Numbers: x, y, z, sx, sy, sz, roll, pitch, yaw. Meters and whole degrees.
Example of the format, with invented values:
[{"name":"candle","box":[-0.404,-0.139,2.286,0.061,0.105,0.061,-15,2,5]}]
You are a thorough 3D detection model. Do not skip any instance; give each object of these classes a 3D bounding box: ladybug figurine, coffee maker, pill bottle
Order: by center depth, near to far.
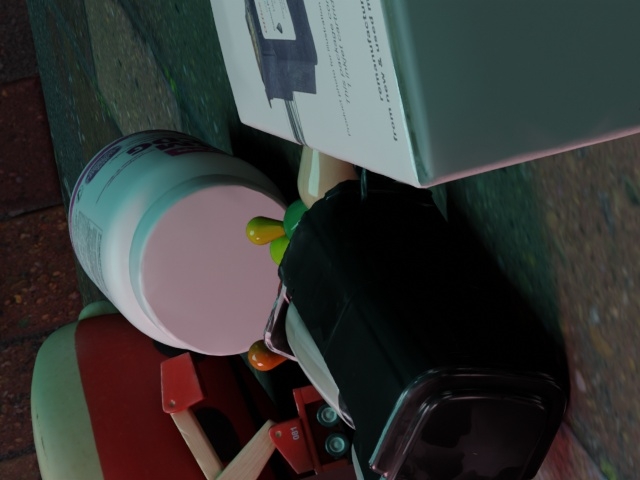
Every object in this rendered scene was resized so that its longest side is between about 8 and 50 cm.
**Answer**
[{"name":"coffee maker","box":[0.048,0.052,1.011,0.178,0.120,0.171,-123,23,-51]},{"name":"pill bottle","box":[-0.109,0.000,1.499,0.283,0.160,0.160,-151,48,-71]},{"name":"ladybug figurine","box":[-0.098,0.240,1.575,0.449,0.162,0.305,64,-163,15]}]

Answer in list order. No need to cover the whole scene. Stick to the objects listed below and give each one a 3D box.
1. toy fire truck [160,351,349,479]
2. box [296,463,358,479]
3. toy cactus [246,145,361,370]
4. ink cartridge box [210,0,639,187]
[{"name":"toy fire truck","box":[-0.044,0.172,1.458,0.047,0.135,0.192,84,171,-85]},{"name":"box","box":[0.034,0.297,1.309,0.148,0.127,0.232,90,159,-46]},{"name":"toy cactus","box":[0.000,0.000,1.228,0.219,0.112,0.180,-121,29,-73]},{"name":"ink cartridge box","box":[0.066,-0.098,0.667,0.237,0.172,0.100,-151,48,-72]}]
